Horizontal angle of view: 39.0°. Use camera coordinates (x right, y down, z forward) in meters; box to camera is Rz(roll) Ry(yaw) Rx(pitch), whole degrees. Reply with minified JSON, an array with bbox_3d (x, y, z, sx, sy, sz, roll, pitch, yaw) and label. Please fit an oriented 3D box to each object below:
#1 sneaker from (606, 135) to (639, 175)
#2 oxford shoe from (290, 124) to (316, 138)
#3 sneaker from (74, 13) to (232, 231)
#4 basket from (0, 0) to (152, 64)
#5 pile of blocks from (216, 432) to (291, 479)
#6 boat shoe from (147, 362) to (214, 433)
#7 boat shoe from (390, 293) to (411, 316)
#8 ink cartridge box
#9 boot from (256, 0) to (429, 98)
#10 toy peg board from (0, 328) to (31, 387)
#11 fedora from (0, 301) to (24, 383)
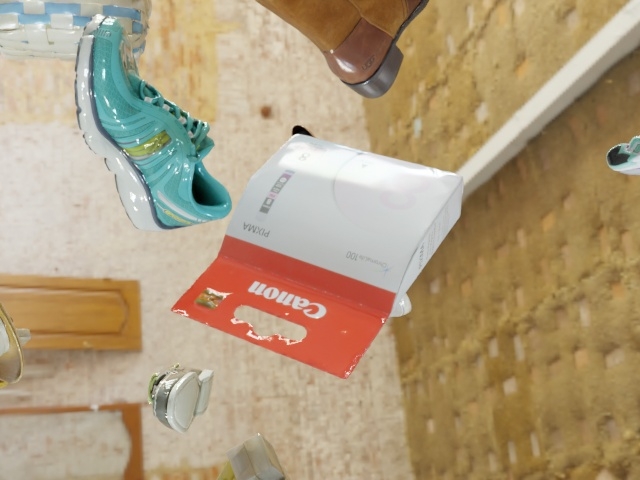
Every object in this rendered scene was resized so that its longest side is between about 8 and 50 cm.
[{"bbox_3d":[0.403,-0.106,1.092,0.098,0.069,0.038,-20,-118,37],"label":"sneaker"},{"bbox_3d":[-0.005,-0.140,1.768,0.212,0.076,0.076,56,-4,26],"label":"oxford shoe"},{"bbox_3d":[-0.165,-0.115,0.919,0.275,0.110,0.107,70,24,-50],"label":"sneaker"},{"bbox_3d":[-0.320,-0.371,1.128,0.201,0.255,0.288,167,-76,-78],"label":"basket"},{"bbox_3d":[-0.122,0.368,1.000,0.112,0.149,0.362,61,-40,39],"label":"pile of blocks"},{"bbox_3d":[-0.264,0.280,1.642,0.305,0.091,0.109,41,61,-85],"label":"boat shoe"},{"bbox_3d":[0.087,0.100,1.426,0.066,0.063,0.184,60,-16,-5],"label":"boat shoe"},{"bbox_3d":[0.000,0.000,0.828,0.232,0.189,0.066,-47,146,-42],"label":"ink cartridge box"},{"bbox_3d":[0.027,-0.347,1.108,0.096,0.280,0.264,17,-99,36],"label":"boot"},{"bbox_3d":[-0.513,0.199,1.287,0.161,0.161,0.079,-38,-115,27],"label":"toy peg board"},{"bbox_3d":[-0.364,0.073,0.841,0.194,0.079,0.194,26,-42,26],"label":"fedora"}]
